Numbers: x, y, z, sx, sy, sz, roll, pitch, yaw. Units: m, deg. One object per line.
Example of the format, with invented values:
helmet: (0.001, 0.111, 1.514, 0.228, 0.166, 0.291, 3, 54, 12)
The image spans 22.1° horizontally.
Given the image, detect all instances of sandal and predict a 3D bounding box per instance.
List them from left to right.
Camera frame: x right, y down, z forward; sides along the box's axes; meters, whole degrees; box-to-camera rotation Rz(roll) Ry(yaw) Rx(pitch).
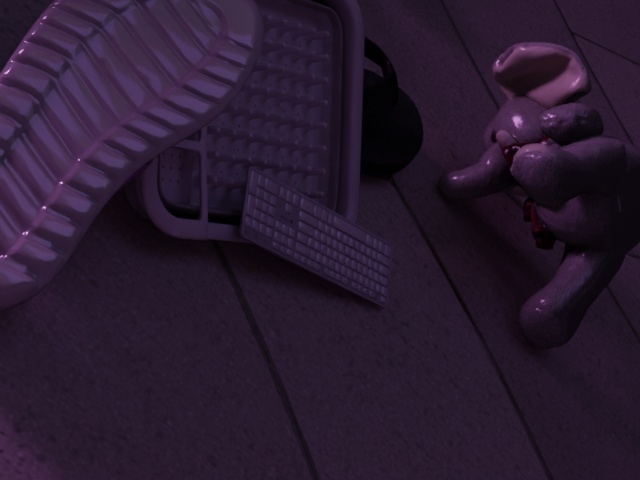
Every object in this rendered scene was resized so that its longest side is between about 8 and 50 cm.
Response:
sandal: (-0.208, -0.098, 1.391, 0.169, 0.102, 0.416, 41, 56, -1)
sandal: (-0.010, -0.177, 1.826, 0.445, 0.107, 0.168, 11, 47, -48)

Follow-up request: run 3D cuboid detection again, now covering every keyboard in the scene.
keyboard: (0.000, 0.000, 1.661, 0.256, 0.014, 0.072, 28, 68, -50)

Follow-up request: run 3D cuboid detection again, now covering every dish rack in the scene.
dish rack: (-0.081, -0.137, 1.621, 0.333, 0.072, 0.286, 6, 84, -52)

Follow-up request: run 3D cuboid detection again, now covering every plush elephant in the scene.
plush elephant: (0.274, -0.086, 2.003, 0.330, 0.255, 0.272, -37, 132, -30)
